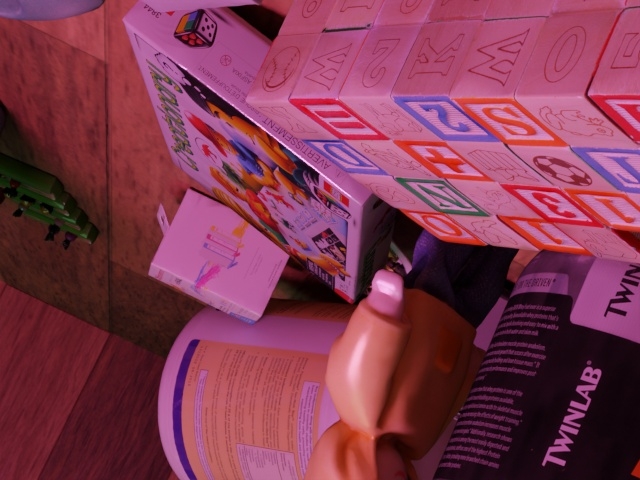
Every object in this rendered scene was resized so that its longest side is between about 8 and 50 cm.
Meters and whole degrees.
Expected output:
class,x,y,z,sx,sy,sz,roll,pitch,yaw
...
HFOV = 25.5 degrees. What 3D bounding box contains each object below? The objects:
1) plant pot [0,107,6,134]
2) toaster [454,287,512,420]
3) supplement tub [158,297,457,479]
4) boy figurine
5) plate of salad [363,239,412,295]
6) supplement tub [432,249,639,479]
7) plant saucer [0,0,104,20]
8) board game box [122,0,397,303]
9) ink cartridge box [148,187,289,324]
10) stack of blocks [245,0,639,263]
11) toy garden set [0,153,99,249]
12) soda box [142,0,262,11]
class,x,y,z,sx,sy,sz,roll,pitch,yaw
plant pot,-0.506,-0.041,1.437,0.341,0.334,0.341,24,167,6
toaster,0.153,0.107,1.295,0.186,0.110,0.168,27,168,-8
supplement tub,0.015,0.187,1.531,0.331,0.241,0.241,3,156,38
boy figurine,0.066,0.079,0.952,0.092,0.285,0.177,18,162,31
plate of salad,0.000,0.000,1.229,0.200,0.048,0.200,33,162,12
supplement tub,0.181,0.133,0.879,0.194,0.316,0.193,23,167,5
plant saucer,-0.245,-0.199,0.981,0.195,0.037,0.195,25,167,6
board game box,-0.034,-0.060,1.006,0.193,0.053,0.305,38,169,9
ink cartridge box,-0.112,0.014,1.466,0.143,0.090,0.092,25,168,-4
stack of blocks,0.121,-0.064,0.712,0.171,0.087,0.297,33,165,-33
toy garden set,-0.410,-0.060,1.822,0.204,0.049,0.244,23,167,10
soda box,-0.129,-0.210,0.576,0.286,0.098,0.091,33,165,-35
